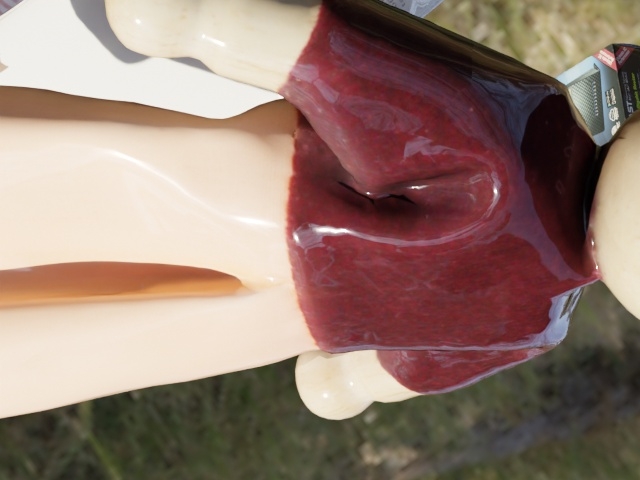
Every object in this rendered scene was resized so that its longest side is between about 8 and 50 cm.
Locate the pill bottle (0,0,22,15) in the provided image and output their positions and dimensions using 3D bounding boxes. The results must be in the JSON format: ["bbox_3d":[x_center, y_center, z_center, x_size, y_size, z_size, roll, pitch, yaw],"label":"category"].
[{"bbox_3d":[-0.234,-0.089,0.950,0.210,0.210,0.363,96,15,-75],"label":"pill bottle"}]

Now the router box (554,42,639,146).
[{"bbox_3d":[0.182,-0.055,1.163,0.038,0.122,0.092,5,158,-32],"label":"router box"}]

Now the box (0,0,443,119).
[{"bbox_3d":[-0.028,-0.097,0.697,0.130,0.091,0.170,-24,-167,43],"label":"box"}]

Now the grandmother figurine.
[{"bbox_3d":[0.000,0.000,0.499,0.342,0.104,0.208,-4,157,12],"label":"grandmother figurine"}]
